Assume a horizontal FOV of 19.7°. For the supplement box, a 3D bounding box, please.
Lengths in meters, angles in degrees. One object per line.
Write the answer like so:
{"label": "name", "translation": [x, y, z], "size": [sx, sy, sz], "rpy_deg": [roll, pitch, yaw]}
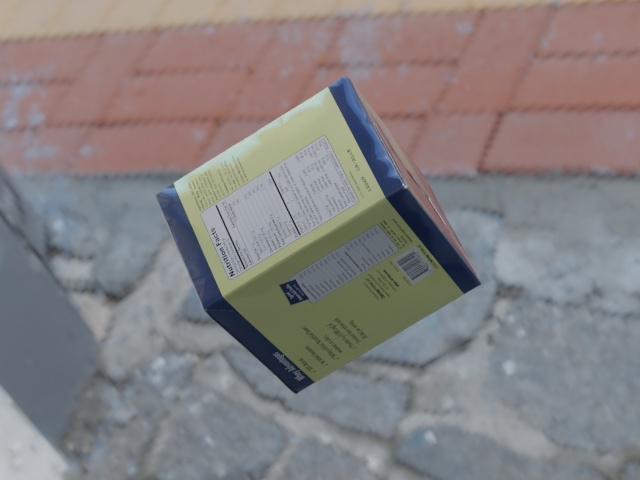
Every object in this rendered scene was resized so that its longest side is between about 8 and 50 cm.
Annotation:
{"label": "supplement box", "translation": [0.000, 0.000, 0.675], "size": [0.083, 0.083, 0.056], "rpy_deg": [-31, 55, 8]}
